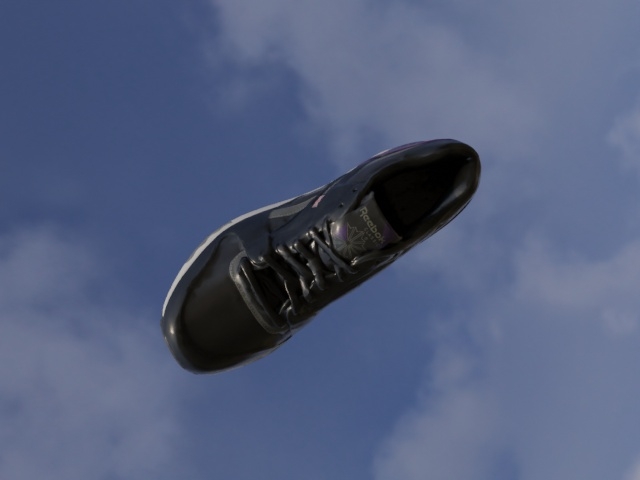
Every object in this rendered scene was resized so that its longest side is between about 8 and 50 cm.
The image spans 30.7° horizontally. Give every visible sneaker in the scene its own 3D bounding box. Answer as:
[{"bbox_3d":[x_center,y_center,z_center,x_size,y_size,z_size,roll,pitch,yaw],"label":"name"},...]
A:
[{"bbox_3d":[0.000,0.000,0.904,0.283,0.124,0.107,-35,-88,-15],"label":"sneaker"}]
